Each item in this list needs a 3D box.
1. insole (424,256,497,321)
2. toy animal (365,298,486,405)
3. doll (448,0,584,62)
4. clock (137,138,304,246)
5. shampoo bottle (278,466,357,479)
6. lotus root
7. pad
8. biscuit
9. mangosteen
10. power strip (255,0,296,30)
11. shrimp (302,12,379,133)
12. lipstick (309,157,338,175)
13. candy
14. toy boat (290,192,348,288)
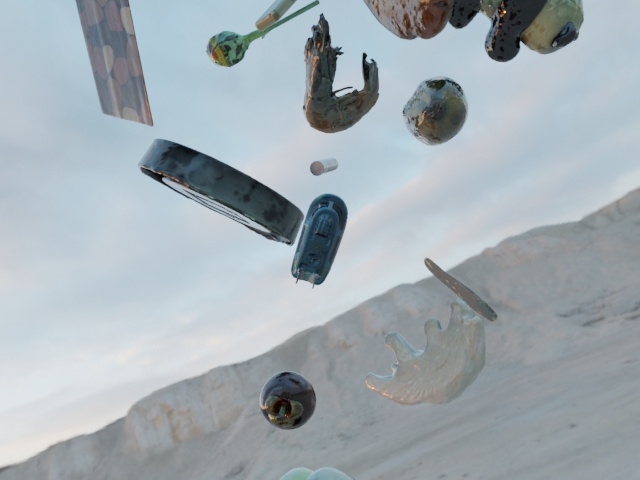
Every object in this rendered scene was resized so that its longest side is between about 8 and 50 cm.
[{"bbox_3d":[0.361,0.124,1.425,0.011,0.248,0.081,-39,-33,-13],"label":"insole"},{"bbox_3d":[0.307,0.293,1.395,0.188,0.266,0.308,21,-89,-41],"label":"toy animal"},{"bbox_3d":[0.318,-0.390,0.896,0.143,0.234,0.135,-48,-1,-20],"label":"doll"},{"bbox_3d":[-0.183,-0.087,1.036,0.067,0.325,0.325,-64,-20,-5],"label":"clock"},{"bbox_3d":[0.014,0.794,1.491,0.317,0.323,0.322,10,-1,29],"label":"shampoo bottle"},{"bbox_3d":[0.154,-0.170,0.724,0.089,0.080,0.179,-59,2,18],"label":"lotus root"},{"bbox_3d":[-0.319,-0.297,0.830,0.003,0.158,0.235,-29,-54,-41],"label":"pad"},{"bbox_3d":[0.107,-0.382,0.773,0.036,0.212,0.212,-37,-15,-15],"label":"biscuit"},{"bbox_3d":[-0.047,0.222,0.764,0.081,0.081,0.081,-22,-19,-8],"label":"mangosteen"},{"bbox_3d":[-0.084,-0.536,1.244,0.076,0.028,0.169,-11,39,46],"label":"power strip"},{"bbox_3d":[0.050,-0.362,1.230,0.178,0.075,0.289,-1,-52,-5],"label":"shrimp"},{"bbox_3d":[0.011,-0.196,1.447,0.040,0.040,0.141,-32,1,21],"label":"lipstick"},{"bbox_3d":[-0.142,-0.525,1.358,0.305,0.091,0.083,-27,-26,3],"label":"candy"},{"bbox_3d":[0.000,0.000,1.729,0.134,0.299,0.092,17,12,-2],"label":"toy boat"}]
